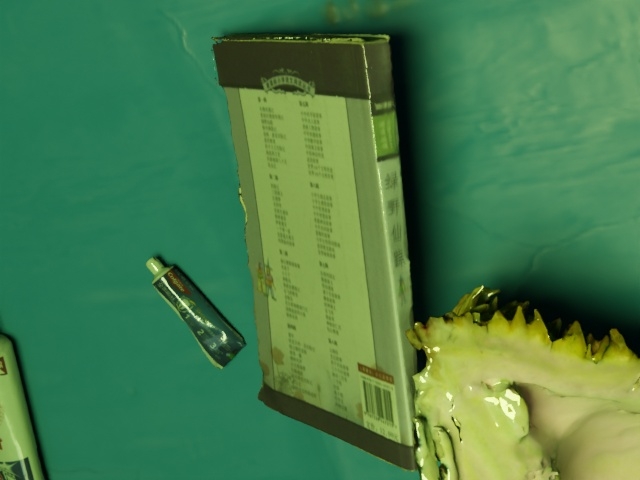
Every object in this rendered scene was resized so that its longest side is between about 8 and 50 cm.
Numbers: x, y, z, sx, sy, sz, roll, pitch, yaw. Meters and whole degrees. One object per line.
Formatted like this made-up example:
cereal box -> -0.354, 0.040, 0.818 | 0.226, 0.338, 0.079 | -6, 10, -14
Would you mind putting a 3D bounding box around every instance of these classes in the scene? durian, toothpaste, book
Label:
durian -> 0.156, 0.160, 0.730 | 0.195, 0.185, 0.305 | -9, 98, 3
toothpaste -> -0.082, 0.044, 0.880 | 0.027, 0.019, 0.083 | -41, 91, 15
book -> 0.001, 0.000, 0.770 | 0.157, 0.026, 0.231 | 14, 115, 55
toothpaste -> -0.220, 0.156, 0.982 | 0.060, 0.038, 0.233 | 2, 112, 29
